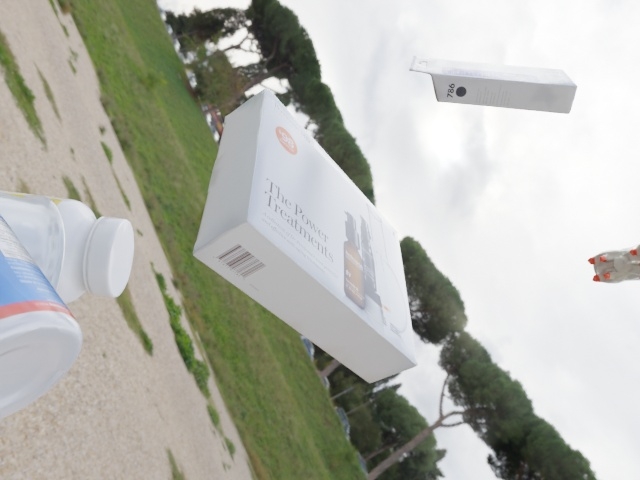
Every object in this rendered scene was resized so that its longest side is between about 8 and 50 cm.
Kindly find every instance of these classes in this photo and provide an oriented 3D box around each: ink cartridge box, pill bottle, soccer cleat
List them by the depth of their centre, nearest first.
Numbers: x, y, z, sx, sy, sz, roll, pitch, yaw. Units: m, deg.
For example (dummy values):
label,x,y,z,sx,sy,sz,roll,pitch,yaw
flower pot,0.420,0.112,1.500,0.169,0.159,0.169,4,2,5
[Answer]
label,x,y,z,sx,sy,sz,roll,pitch,yaw
pill bottle,-0.313,0.035,0.426,0.221,0.124,0.124,43,-21,21
soccer cleat,0.436,0.029,0.658,0.196,0.076,0.068,150,-70,-84
pill bottle,-0.516,0.012,0.882,0.188,0.333,0.188,-173,-90,-86
ink cartridge box,0.356,-0.338,1.082,0.165,0.332,0.065,-65,162,-56

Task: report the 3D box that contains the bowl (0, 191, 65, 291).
label,x,y,z,sx,sy,sz,roll,pitch,yaw
bowl,-0.453,0.054,0.592,0.134,0.298,0.298,35,16,-51

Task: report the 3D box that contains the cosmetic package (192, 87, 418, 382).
label,x,y,z,sx,sy,sz,roll,pitch,yaw
cosmetic package,0.000,0.000,0.753,0.377,0.097,0.285,43,30,-36
